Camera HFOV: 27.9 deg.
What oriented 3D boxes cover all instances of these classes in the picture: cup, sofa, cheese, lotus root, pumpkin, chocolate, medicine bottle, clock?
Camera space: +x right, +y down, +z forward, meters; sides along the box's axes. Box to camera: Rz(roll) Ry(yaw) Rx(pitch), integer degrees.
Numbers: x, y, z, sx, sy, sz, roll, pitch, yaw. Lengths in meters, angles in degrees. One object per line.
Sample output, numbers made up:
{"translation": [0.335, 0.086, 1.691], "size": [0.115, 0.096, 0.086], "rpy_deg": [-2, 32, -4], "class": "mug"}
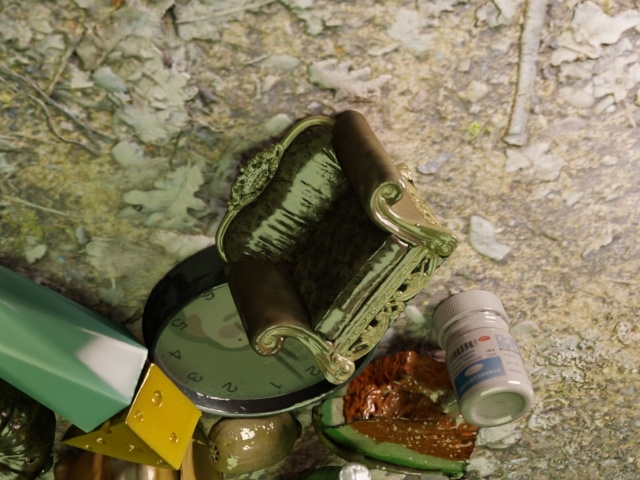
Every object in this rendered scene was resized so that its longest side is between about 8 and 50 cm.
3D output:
{"translation": [-0.345, 0.127, 1.579], "size": [0.236, 0.148, 0.134], "rpy_deg": [36, 86, -41], "class": "cup"}
{"translation": [0.000, 0.000, 1.447], "size": [0.182, 0.200, 0.258], "rpy_deg": [30, 108, -29], "class": "sofa"}
{"translation": [-0.266, 0.231, 1.694], "size": [0.171, 0.093, 0.126], "rpy_deg": [-3, 141, 36], "class": "cheese"}
{"translation": [-0.087, 0.279, 1.833], "size": [0.077, 0.090, 0.183], "rpy_deg": [1, -175, 39], "class": "lotus root"}
{"translation": [-0.451, 0.250, 1.659], "size": [0.224, 0.157, 0.223], "rpy_deg": [-13, 125, -19], "class": "pumpkin"}
{"translation": [0.005, 0.387, 1.913], "size": [0.110, 0.110, 0.291], "rpy_deg": [3, 157, -19], "class": "chocolate"}
{"translation": [0.220, 0.160, 1.744], "size": [0.105, 0.168, 0.105], "rpy_deg": [-8, 138, -7], "class": "medicine bottle"}
{"translation": [-0.074, 0.120, 1.699], "size": [0.319, 0.066, 0.319], "rpy_deg": [-9, 139, -8], "class": "clock"}

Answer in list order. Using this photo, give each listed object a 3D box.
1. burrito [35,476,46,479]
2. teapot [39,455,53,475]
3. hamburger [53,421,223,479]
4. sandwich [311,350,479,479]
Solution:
{"translation": [-0.504, 0.354, 1.821], "size": [0.144, 0.089, 0.229], "rpy_deg": [-33, 137, 17], "class": "burrito"}
{"translation": [-0.424, 0.302, 1.818], "size": [0.043, 0.042, 0.111], "rpy_deg": [-30, 138, 17], "class": "teapot"}
{"translation": [-0.262, 0.391, 1.812], "size": [0.237, 0.276, 0.276], "rpy_deg": [-8, 139, 8], "class": "hamburger"}
{"translation": [0.120, 0.245, 1.845], "size": [0.292, 0.109, 0.212], "rpy_deg": [9, 138, -22], "class": "sandwich"}
